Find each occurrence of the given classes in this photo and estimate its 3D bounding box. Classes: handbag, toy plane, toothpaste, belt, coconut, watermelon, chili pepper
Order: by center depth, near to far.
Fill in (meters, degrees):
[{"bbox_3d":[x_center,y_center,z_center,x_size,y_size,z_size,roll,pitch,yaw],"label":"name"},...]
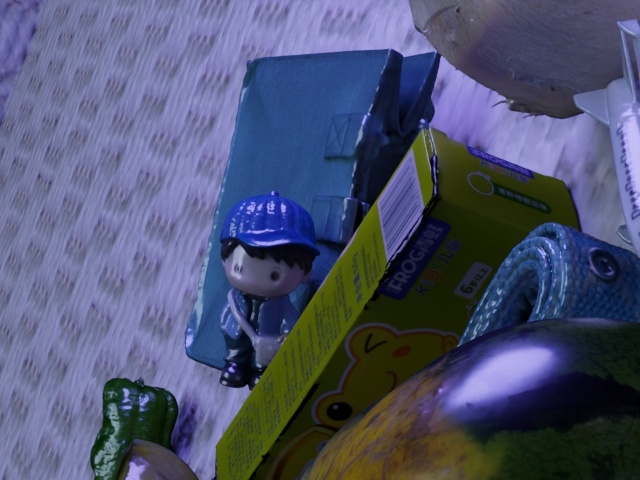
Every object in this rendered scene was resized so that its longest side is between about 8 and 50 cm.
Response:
[{"bbox_3d":[0.101,0.161,0.830,0.269,0.269,0.269,-54,25,39],"label":"watermelon"},{"bbox_3d":[0.186,-0.037,1.046,0.162,0.065,0.171,81,172,-46],"label":"toy plane"},{"bbox_3d":[0.128,-0.165,1.168,0.171,0.183,0.171,-159,90,-75],"label":"coconut"},{"bbox_3d":[0.093,0.109,1.169,0.302,0.072,0.087,-55,33,35],"label":"belt"},{"bbox_3d":[0.044,0.077,1.274,0.327,0.110,0.077,-58,24,33],"label":"toothpaste"},{"bbox_3d":[0.003,-0.009,1.483,0.274,0.100,0.269,-2,75,65],"label":"handbag"},{"bbox_3d":[-0.189,0.254,1.791,0.099,0.083,0.253,-173,97,-72],"label":"chili pepper"}]

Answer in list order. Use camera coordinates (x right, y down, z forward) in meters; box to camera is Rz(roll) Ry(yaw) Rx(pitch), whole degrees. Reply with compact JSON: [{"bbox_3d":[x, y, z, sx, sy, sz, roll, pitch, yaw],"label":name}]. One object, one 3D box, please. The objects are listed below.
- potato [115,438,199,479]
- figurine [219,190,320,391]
[{"bbox_3d":[-0.145,0.297,1.575,0.160,0.111,0.272,-86,13,-72],"label":"potato"},{"bbox_3d":[-0.037,0.035,1.357,0.079,0.077,0.136,-51,-31,-64],"label":"figurine"}]
